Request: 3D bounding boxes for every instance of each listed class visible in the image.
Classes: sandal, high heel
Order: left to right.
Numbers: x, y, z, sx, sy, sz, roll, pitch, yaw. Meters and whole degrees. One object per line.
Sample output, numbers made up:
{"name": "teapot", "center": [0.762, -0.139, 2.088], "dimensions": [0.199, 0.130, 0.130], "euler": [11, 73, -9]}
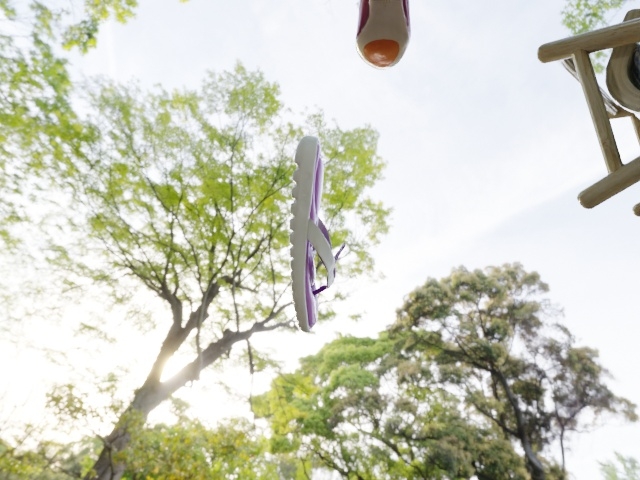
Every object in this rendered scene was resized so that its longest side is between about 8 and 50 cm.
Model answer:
{"name": "sandal", "center": [-0.002, 0.006, 0.801], "dimensions": [0.102, 0.169, 0.415], "euler": [3, -69, 6]}
{"name": "high heel", "center": [0.140, -0.538, 0.860], "dimensions": [0.127, 0.181, 0.377], "euler": [5, -11, 7]}

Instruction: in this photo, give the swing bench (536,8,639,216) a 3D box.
{"name": "swing bench", "center": [0.389, -0.134, 0.362], "dimensions": [0.253, 0.165, 0.255], "euler": [1, -15, -43]}
